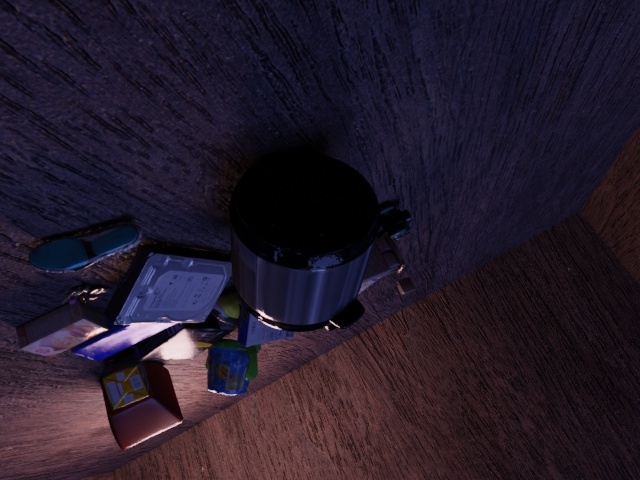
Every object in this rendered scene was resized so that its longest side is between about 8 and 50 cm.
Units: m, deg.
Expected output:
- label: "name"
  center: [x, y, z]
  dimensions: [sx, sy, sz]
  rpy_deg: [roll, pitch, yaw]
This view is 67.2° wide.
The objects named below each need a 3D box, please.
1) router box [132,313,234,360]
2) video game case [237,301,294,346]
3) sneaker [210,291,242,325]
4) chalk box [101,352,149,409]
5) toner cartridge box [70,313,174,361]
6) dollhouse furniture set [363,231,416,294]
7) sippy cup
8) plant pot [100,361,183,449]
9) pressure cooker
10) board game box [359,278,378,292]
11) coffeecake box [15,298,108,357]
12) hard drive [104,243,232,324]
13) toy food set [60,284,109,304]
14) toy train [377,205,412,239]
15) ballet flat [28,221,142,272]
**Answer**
- label: "router box"
  center: [-0.521, 0.370, 1.860]
  dimensions: [0.243, 0.081, 0.309]
  rpy_deg: [-35, 156, 15]
- label: "video game case"
  center: [-0.186, 0.243, 1.794]
  dimensions: [0.244, 0.061, 0.269]
  rpy_deg: [1, 100, -49]
- label: "sneaker"
  center: [-0.285, 0.236, 1.831]
  dimensions: [0.385, 0.145, 0.147]
  rpy_deg: [17, 101, -57]
- label: "chalk box"
  center: [-0.729, 0.513, 1.808]
  dimensions: [0.132, 0.132, 0.213]
  rpy_deg: [-19, -170, -18]
- label: "toner cartridge box"
  center: [-0.605, 0.267, 1.557]
  dimensions: [0.348, 0.075, 0.165]
  rpy_deg: [-26, 156, -7]
- label: "dollhouse furniture set"
  center: [0.106, 0.024, 1.498]
  dimensions: [0.303, 0.355, 0.174]
  rpy_deg: [-18, 154, -21]
- label: "sippy cup"
  center: [-0.388, 0.542, 2.077]
  dimensions: [0.240, 0.224, 0.305]
  rpy_deg: [8, 168, -5]
- label: "plant pot"
  center: [-0.755, 0.647, 1.981]
  dimensions: [0.267, 0.267, 0.236]
  rpy_deg: [-22, 144, -14]
- label: "pressure cooker"
  center: [-0.057, 0.027, 1.260]
  dimensions: [0.375, 0.370, 0.420]
  rpy_deg: [4, 139, -5]
- label: "board game box"
  center: [0.110, 0.159, 2.095]
  dimensions: [0.302, 0.086, 0.308]
  rpy_deg: [5, 142, -47]
- label: "coffeecake box"
  center: [-0.740, 0.256, 1.389]
  dimensions: [0.185, 0.068, 0.142]
  rpy_deg: [-26, 157, -5]
- label: "hard drive"
  center: [-0.419, 0.134, 1.400]
  dimensions: [0.339, 0.064, 0.237]
  rpy_deg: [15, 109, -57]
- label: "toy food set"
  center: [-0.651, 0.149, 1.325]
  dimensions: [0.078, 0.019, 0.122]
  rpy_deg: [-41, 163, 11]
- label: "toy train"
  center: [0.190, -0.011, 1.817]
  dimensions: [0.334, 0.142, 0.190]
  rpy_deg: [-28, 167, 0]
- label: "ballet flat"
  center: [-0.536, 0.021, 1.119]
  dimensions: [0.241, 0.091, 0.077]
  rpy_deg: [-15, 176, -20]
